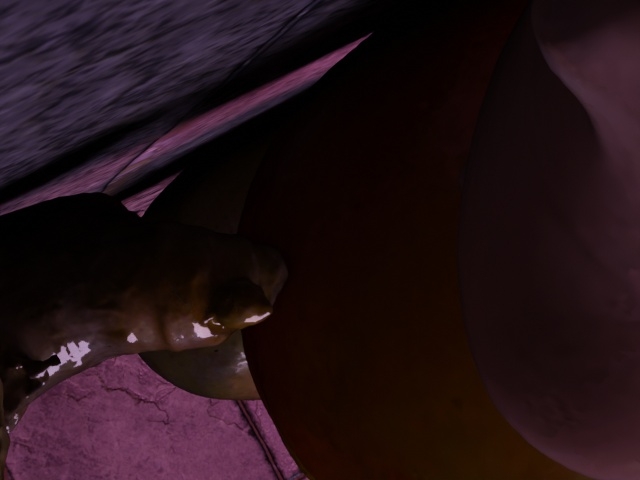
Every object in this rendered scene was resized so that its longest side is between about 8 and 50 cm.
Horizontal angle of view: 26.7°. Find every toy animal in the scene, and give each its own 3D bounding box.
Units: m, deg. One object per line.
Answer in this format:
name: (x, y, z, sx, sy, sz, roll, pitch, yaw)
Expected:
toy animal: (0.166, -0.044, 0.376, 0.326, 0.269, 0.237, -17, -128, 48)

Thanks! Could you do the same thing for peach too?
peach: (0.118, 0.001, 0.691, 0.308, 0.308, 0.332, -85, -163, -88)

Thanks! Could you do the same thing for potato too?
potato: (0.001, -0.002, 1.004, 0.218, 0.202, 0.351, 22, 140, -37)

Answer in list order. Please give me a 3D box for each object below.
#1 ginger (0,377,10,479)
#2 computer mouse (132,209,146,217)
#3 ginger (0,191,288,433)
ginger: (-0.227, 0.097, 0.417, 0.270, 0.123, 0.219, -22, -161, -12)
computer mouse: (-0.190, 0.000, 1.126, 0.110, 0.032, 0.056, -38, -176, -5)
ginger: (-0.178, 0.056, 0.588, 0.333, 0.080, 0.166, -22, -153, -14)
